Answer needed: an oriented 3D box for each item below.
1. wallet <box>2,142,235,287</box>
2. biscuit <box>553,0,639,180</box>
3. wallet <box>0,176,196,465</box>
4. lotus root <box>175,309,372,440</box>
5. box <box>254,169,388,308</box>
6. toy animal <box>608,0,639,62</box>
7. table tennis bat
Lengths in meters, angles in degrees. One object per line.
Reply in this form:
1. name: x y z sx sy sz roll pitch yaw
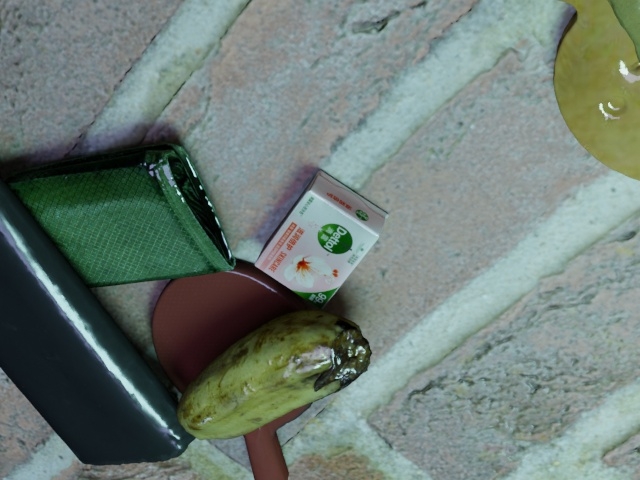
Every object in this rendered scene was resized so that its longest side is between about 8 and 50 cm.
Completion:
1. wallet: -0.219 -0.022 1.361 0.236 0.055 0.160 -6 123 31
2. biscuit: 0.304 -0.202 1.065 0.275 0.052 0.355 8 124 14
3. wallet: -0.323 0.094 1.446 0.228 0.062 0.406 -13 118 46
4. lotus root: -0.056 0.142 1.350 0.258 0.097 0.110 -29 140 28
5. box: 0.000 0.000 1.306 0.089 0.043 0.125 32 127 -5
6. toy animal: 0.272 -0.181 1.012 0.218 0.103 0.101 50 144 -18
7. table tennis bat: -0.087 0.157 1.444 0.200 0.038 0.310 -1 122 19
